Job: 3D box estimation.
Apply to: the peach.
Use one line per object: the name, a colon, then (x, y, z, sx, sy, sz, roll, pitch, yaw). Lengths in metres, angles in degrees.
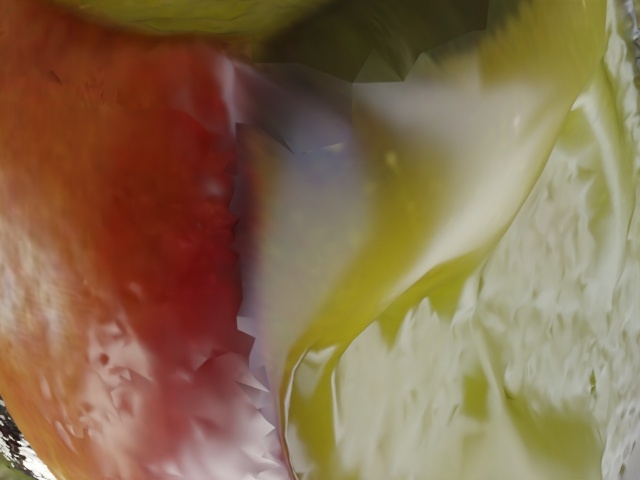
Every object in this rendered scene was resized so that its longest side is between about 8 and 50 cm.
peach: (0.000, 0.000, 0.524, 0.242, 0.306, 0.380, 12, 150, 27)

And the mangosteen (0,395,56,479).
mangosteen: (-0.159, 0.028, 0.913, 0.360, 0.306, 0.306, 5, 168, 20)
